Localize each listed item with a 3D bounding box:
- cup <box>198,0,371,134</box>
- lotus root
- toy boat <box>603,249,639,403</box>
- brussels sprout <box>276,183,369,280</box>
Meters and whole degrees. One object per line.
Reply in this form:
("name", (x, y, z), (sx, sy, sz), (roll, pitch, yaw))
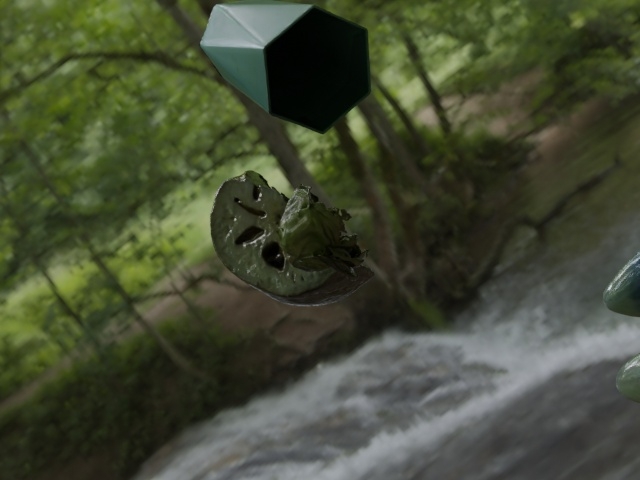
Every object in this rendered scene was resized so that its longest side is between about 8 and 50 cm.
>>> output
("cup", (-0.051, -0.222, 1.365), (0.134, 0.148, 0.235), (-11, 21, -23))
("lotus root", (-0.052, 0.008, 1.530), (0.138, 0.235, 0.119), (-58, -19, 9))
("toy boat", (0.417, 0.028, 1.111), (0.330, 0.123, 0.215), (-29, 34, 33))
("brussels sprout", (0.000, 0.000, 0.889), (0.058, 0.085, 0.085), (-56, 12, -2))
